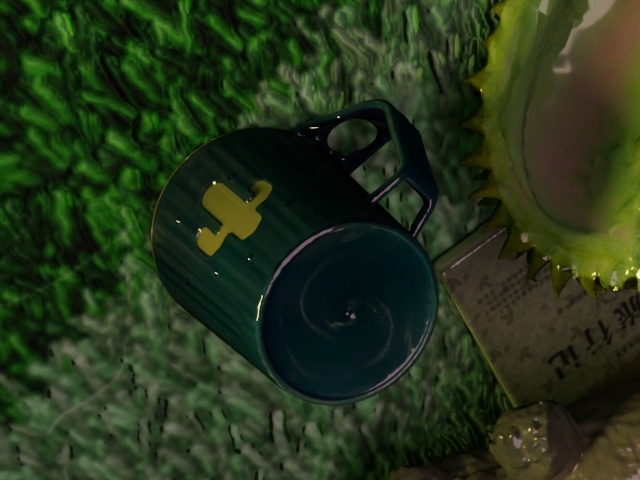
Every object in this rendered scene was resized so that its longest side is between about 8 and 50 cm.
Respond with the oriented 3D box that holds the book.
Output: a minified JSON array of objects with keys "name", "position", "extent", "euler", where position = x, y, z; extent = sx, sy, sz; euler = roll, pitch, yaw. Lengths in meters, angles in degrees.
[{"name":"book","position":[0.233,0.072,1.027],"extent":[0.217,0.021,0.310],"euler":[-36,118,-8]}]

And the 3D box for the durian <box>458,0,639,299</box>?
[{"name":"durian","position":[0.212,-0.124,0.862],"extent":[0.157,0.169,0.355],"euler":[34,88,-29]}]

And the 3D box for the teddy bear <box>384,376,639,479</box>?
[{"name":"teddy bear","position":[0.161,0.189,0.949],"extent":[0.267,0.151,0.236],"euler":[-25,125,-5]}]

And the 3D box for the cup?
[{"name":"cup","position":[0.000,0.000,0.821],"extent":[0.131,0.155,0.176],"euler":[39,91,-30]}]
